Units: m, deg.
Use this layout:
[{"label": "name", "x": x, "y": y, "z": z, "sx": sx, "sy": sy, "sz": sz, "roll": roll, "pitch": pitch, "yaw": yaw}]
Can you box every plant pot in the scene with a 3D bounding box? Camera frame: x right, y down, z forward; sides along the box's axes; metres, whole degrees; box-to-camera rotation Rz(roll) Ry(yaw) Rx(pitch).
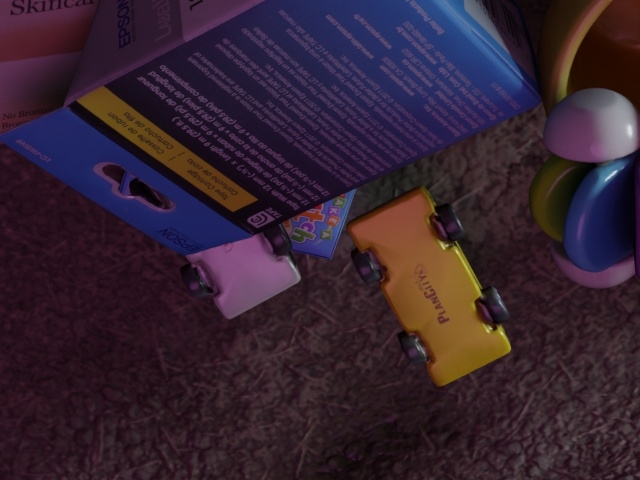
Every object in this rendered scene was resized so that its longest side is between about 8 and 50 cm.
[{"label": "plant pot", "x": 0.296, "y": -0.176, "z": 1.356, "sx": 0.254, "sy": 0.239, "sz": 0.254, "roll": -1, "pitch": 123, "yaw": -2}]

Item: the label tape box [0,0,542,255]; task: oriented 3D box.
[{"label": "label tape box", "x": -0.041, "y": -0.133, "z": 1.287, "sx": 0.348, "sy": 0.115, "sz": 0.249, "roll": -23, "pitch": 145, "yaw": 26}]

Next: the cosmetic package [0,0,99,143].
[{"label": "cosmetic package", "x": -0.207, "y": -0.230, "z": 1.294, "sx": 0.153, "sy": 0.129, "sz": 0.296, "roll": -14, "pitch": 143, "yaw": -24}]

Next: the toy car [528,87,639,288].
[{"label": "toy car", "x": 0.249, "y": -0.026, "z": 1.228, "sx": 0.182, "sy": 0.136, "sz": 0.159, "roll": -6, "pitch": 123, "yaw": 1}]

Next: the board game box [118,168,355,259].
[{"label": "board game box", "x": -0.068, "y": -0.076, "z": 1.521, "sx": 0.211, "sy": 0.039, "sz": 0.160, "roll": 13, "pitch": 121, "yaw": -11}]

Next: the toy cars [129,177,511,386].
[{"label": "toy cars", "x": 0.000, "y": 0.000, "z": 1.505, "sx": 0.394, "sy": 0.087, "sz": 0.176, "roll": 19, "pitch": 108, "yaw": -10}]
